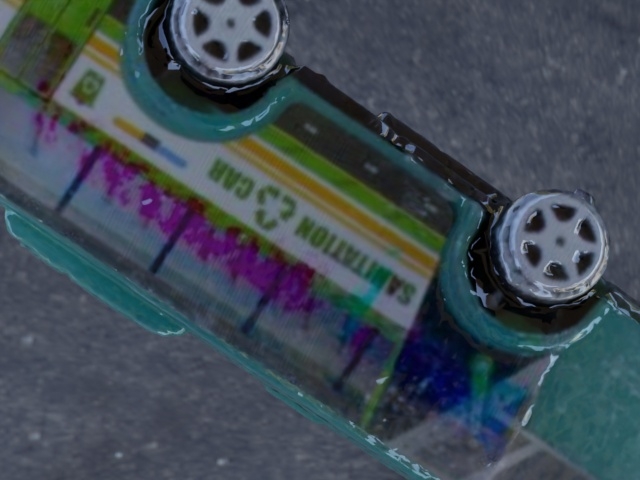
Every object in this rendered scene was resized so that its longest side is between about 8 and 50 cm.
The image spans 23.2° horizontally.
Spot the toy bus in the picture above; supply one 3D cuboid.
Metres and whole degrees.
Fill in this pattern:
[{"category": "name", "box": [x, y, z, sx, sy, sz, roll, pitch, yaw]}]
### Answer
[{"category": "toy bus", "box": [0.000, 0.000, 0.496, 0.261, 0.091, 0.109, 34, 86, -5]}]
